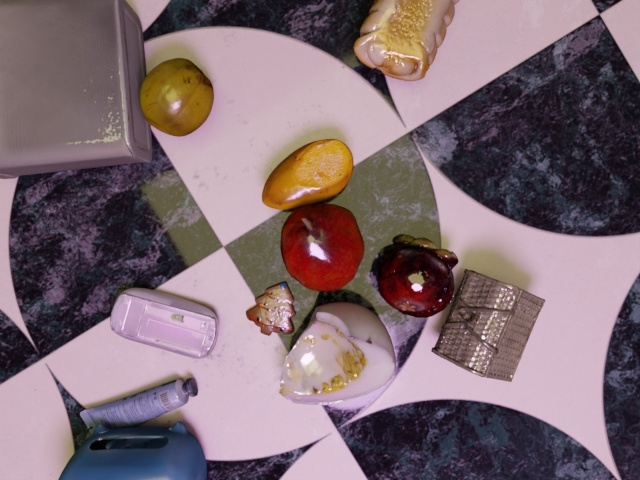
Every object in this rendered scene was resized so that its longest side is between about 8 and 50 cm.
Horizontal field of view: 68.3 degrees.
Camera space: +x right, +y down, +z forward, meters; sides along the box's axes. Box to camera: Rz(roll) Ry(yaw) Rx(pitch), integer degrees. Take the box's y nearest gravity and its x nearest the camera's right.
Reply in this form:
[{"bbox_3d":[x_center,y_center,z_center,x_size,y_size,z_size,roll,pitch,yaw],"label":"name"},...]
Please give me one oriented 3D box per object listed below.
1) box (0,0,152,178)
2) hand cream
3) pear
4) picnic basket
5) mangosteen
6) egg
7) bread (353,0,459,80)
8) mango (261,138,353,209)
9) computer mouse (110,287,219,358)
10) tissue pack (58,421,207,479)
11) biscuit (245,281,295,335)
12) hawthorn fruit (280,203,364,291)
[{"bbox_3d":[-0.559,-0.322,0.998,0.343,0.177,0.352,-4,91,0],"label":"box"},{"bbox_3d":[-0.411,0.381,1.078,0.271,0.058,0.091,-23,103,5],"label":"hand cream"},{"bbox_3d":[-0.303,-0.302,1.006,0.149,0.149,0.162,38,89,-1],"label":"pear"},{"bbox_3d":[0.345,0.176,0.991,0.154,0.134,0.196,22,92,-41],"label":"picnic basket"},{"bbox_3d":[0.211,0.071,1.015,0.166,0.166,0.180,21,68,0],"label":"mangosteen"},{"bbox_3d":[0.042,0.226,1.016,0.206,0.162,0.271,18,130,-23],"label":"egg"},{"bbox_3d":[0.202,-0.500,1.006,0.172,0.121,0.311,25,92,-3],"label":"bread"},{"bbox_3d":[-0.029,-0.132,1.017,0.217,0.102,0.141,-32,67,-11],"label":"mango"},{"bbox_3d":[-0.349,0.187,1.067,0.245,0.056,0.126,15,91,1],"label":"computer mouse"},{"bbox_3d":[-0.397,0.510,1.006,0.287,0.198,0.206,-3,97,2],"label":"tissue pack"},{"bbox_3d":[-0.106,0.155,1.082,0.119,0.019,0.130,18,92,0],"label":"biscuit"},{"bbox_3d":[0.000,0.000,0.981,0.189,0.251,0.190,-2,65,5],"label":"hawthorn fruit"}]
